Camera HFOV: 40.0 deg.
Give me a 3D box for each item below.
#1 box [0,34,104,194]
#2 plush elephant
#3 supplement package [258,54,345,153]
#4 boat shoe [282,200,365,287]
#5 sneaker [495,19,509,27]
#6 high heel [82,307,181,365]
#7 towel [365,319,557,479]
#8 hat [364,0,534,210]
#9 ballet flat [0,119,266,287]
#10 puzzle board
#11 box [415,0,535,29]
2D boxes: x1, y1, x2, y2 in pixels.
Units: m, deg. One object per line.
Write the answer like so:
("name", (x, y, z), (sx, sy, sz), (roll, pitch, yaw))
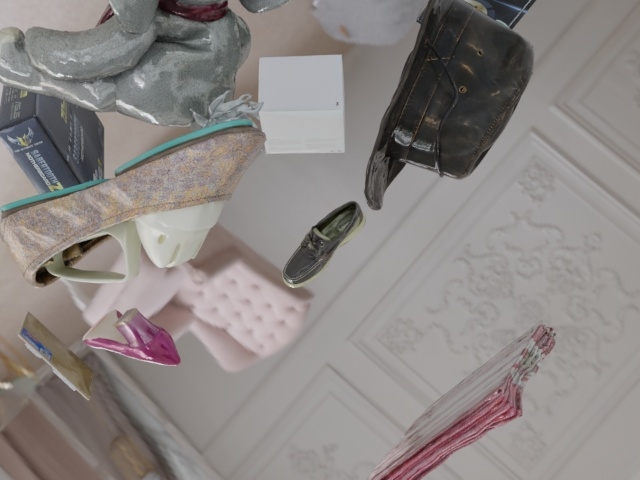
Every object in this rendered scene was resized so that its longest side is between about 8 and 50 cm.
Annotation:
("box", (-0.356, -0.150, 1.182), (0.059, 0.232, 0.183), (-21, 132, 4))
("plush elephant", (-0.165, -0.260, 0.934), (0.272, 0.330, 0.255), (-12, 122, -47))
("supplement package", (-0.040, -0.313, 2.047), (0.203, 0.194, 0.149), (85, 4, -67))
("boat shoe", (0.001, 0.000, 1.802), (0.223, 0.080, 0.073), (-43, 150, -13))
("sneaker", (0.229, -0.274, 1.268), (0.151, 0.094, 0.256), (120, -27, -44))
("high heel", (-0.326, 0.177, 1.510), (0.244, 0.117, 0.082), (-21, -155, 51))
("towel", (0.168, 0.207, 1.049), (0.237, 0.037, 0.329), (-42, 172, 22))
("hat", (0.163, -0.172, 0.998), (0.331, 0.134, 0.331), (20, 90, -79))
("ballet flat", (-0.171, -0.020, 0.824), (0.316, 0.106, 0.107), (-16, 179, 32))
("puzzle board", (-0.357, 0.156, 1.186), (0.011, 0.128, 0.096), (-42, -162, 1))
("box", (0.281, -0.424, 1.551), (0.180, 0.147, 0.077), (-50, -171, 29))
